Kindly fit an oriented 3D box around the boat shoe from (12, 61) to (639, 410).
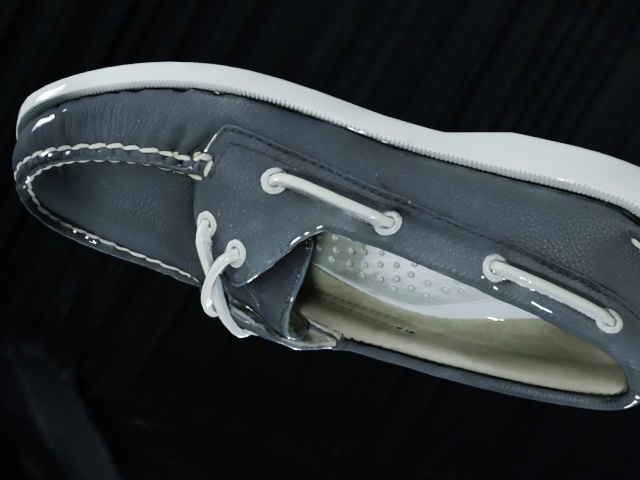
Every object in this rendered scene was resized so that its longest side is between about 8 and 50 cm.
[{"bbox_3d":[0.000,0.000,0.628,0.302,0.114,0.091,7,-125,16],"label":"boat shoe"}]
